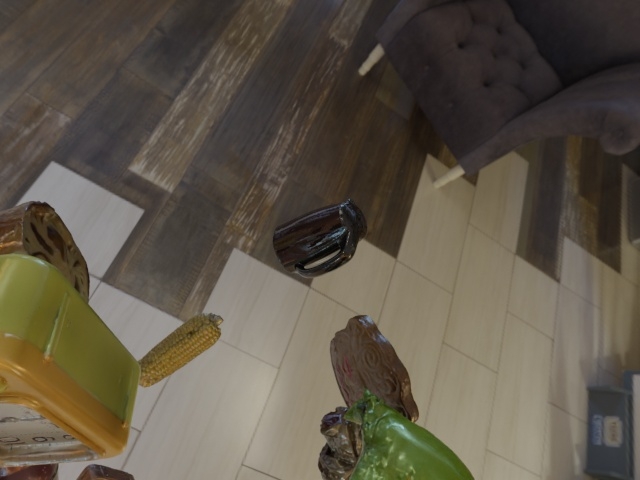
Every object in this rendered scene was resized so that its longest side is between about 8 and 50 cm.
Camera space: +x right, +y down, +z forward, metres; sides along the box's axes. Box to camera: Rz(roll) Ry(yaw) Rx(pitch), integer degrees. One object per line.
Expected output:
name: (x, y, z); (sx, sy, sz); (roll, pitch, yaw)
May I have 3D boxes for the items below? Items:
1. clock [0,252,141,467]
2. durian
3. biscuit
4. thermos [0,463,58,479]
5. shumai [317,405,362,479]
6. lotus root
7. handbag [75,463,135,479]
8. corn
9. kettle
clock: (-0.244, 0.107, 0.374); (0.144, 0.202, 0.096); (-7, 51, 1)
durian: (0.155, 0.456, 0.826); (0.340, 0.204, 0.256); (27, 54, 21)
biscuit: (0.108, 0.320, 1.071); (0.049, 0.257, 0.273); (-16, 63, -32)
thermos: (-0.506, 0.434, 0.810); (0.110, 0.136, 0.330); (2, 115, -21)
shumai: (0.105, 0.540, 1.269); (0.218, 0.185, 0.184); (0, 31, -16)
lotus root: (-0.436, 0.062, 0.650); (0.180, 0.199, 0.188); (-12, 45, -8)
handbag: (-0.702, 0.816, 1.528); (0.151, 0.072, 0.193); (-55, 134, -9)
corn: (-0.487, 0.374, 1.646); (0.347, 0.130, 0.130); (-37, 91, -17)
kettle: (0.000, 0.000, 1.200); (0.144, 0.232, 0.202); (41, 44, -28)
